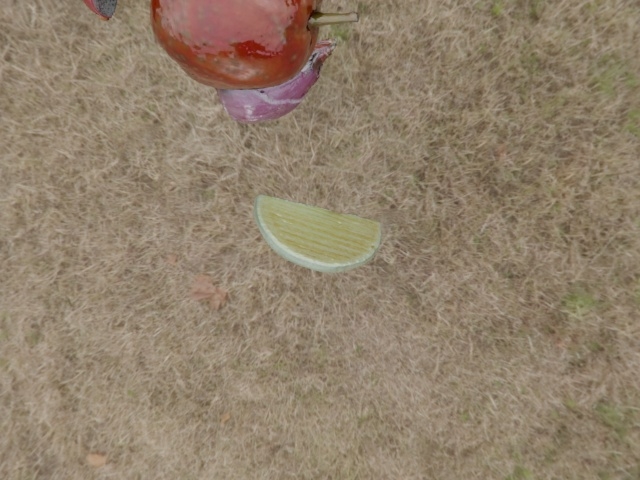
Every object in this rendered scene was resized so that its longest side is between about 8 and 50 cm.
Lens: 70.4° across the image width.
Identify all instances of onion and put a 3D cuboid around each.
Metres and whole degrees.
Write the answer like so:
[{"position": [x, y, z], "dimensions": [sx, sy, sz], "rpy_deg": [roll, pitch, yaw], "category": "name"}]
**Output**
[{"position": [-0.110, -0.423, 1.220], "dimensions": [0.348, 0.159, 0.267], "rpy_deg": [-10, 50, 2], "category": "onion"}]

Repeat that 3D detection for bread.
[{"position": [-0.003, 0.002, 0.633], "dimensions": [0.192, 0.112, 0.036], "rpy_deg": [11, 135, -11], "category": "bread"}]

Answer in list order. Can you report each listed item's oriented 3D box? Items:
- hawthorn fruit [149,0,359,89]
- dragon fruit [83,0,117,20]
[{"position": [-0.100, -0.382, 0.743], "dimensions": [0.330, 0.287, 0.287], "rpy_deg": [8, 92, 1], "category": "hawthorn fruit"}, {"position": [-0.331, -0.376, 0.663], "dimensions": [0.056, 0.060, 0.083], "rpy_deg": [37, 113, 10], "category": "dragon fruit"}]
